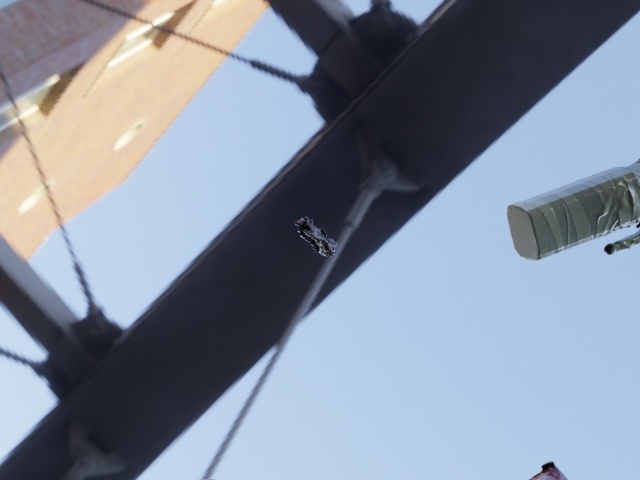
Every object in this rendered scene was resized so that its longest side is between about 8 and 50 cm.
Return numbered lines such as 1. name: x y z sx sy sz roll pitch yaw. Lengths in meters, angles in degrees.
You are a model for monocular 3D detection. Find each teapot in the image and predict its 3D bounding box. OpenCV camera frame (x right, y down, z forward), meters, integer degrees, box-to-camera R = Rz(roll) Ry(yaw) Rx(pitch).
1. teapot: 0.344 -0.026 1.500 0.077 0.200 0.107 -162 -127 -72

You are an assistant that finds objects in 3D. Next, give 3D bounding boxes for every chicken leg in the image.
1. chicken leg: 0.000 0.001 1.259 0.021 0.083 0.036 -42 -128 9

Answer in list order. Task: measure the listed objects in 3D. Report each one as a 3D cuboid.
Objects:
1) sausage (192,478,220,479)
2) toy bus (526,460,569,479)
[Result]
1. sausage: -0.068 0.180 0.716 0.078 0.078 0.304 36 -10 9
2. toy bus: 0.297 0.418 1.377 0.127 0.147 0.302 -37 -99 34
